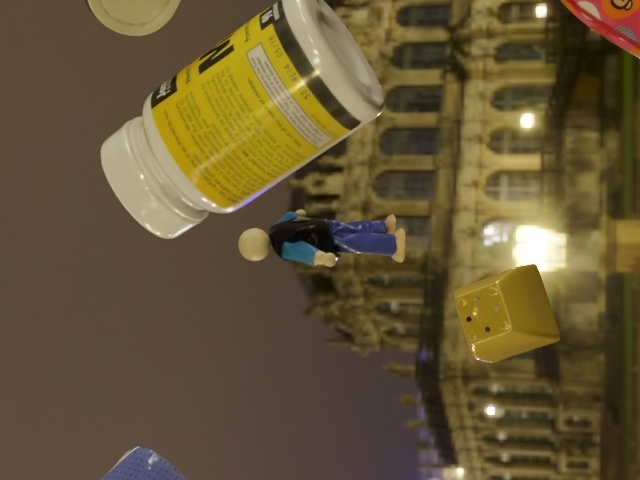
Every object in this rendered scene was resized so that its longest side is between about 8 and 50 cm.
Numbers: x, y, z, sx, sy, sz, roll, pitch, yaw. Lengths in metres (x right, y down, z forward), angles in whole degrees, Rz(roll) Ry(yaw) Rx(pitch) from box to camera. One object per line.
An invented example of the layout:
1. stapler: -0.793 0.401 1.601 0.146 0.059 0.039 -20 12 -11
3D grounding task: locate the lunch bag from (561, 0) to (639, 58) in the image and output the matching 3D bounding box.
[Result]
1. lunch bag: 0.487 -0.293 1.585 0.258 0.293 0.120 14 -65 -48

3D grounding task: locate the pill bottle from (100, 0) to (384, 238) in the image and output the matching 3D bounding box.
1. pill bottle: -0.065 -0.095 0.913 0.119 0.208 0.119 50 -161 -23

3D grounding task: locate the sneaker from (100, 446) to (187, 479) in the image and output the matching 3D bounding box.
1. sneaker: -0.224 0.320 1.049 0.316 0.127 0.182 -55 -19 -31

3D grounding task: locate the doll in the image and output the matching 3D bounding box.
1. doll: 0.000 0.000 1.312 0.129 0.188 0.046 -116 28 -60

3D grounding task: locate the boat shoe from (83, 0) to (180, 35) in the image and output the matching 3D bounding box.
1. boat shoe: -0.126 -0.342 1.042 0.325 0.116 0.096 -66 22 6

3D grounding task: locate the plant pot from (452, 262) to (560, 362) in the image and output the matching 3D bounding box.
1. plant pot: 0.172 0.071 1.116 0.083 0.081 0.082 7 -116 -60
